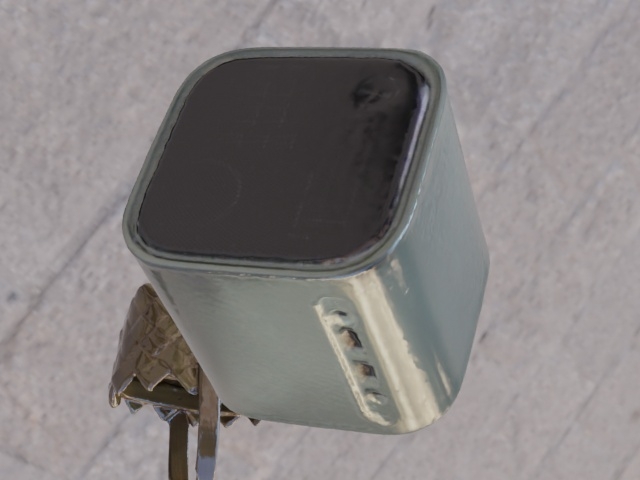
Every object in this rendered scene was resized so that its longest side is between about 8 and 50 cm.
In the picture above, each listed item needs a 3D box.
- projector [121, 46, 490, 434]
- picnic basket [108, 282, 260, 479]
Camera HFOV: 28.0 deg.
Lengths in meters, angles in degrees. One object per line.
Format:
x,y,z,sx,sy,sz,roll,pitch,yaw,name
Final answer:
0.000,0.000,0.381,0.082,0.083,0.083,67,33,-49,projector
-0.106,0.132,1.056,0.128,0.137,0.179,133,-38,-69,picnic basket
